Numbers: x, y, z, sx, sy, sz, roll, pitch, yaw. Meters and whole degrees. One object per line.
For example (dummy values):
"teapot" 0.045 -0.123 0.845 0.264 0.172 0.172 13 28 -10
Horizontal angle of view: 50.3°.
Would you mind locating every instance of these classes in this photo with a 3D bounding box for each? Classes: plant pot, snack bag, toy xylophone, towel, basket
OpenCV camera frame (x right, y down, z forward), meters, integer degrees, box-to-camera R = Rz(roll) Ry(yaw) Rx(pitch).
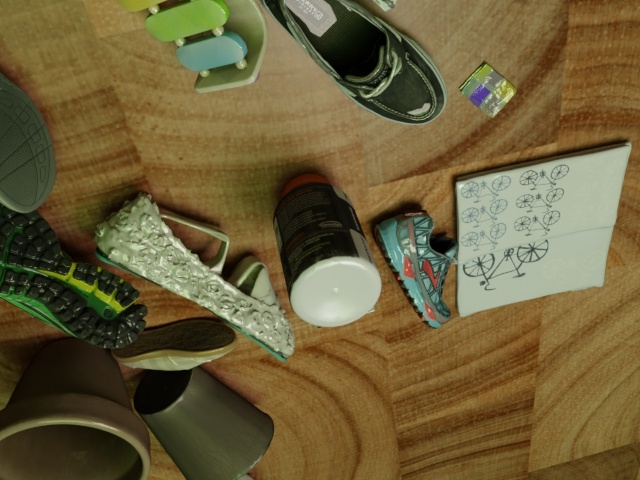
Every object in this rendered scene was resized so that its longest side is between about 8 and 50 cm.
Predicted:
"plant pot" -0.419 0.293 1.133 0.263 0.229 0.263 -8 128 -10
"snack bag" 0.394 -0.003 1.248 0.323 0.037 0.343 -12 129 -6
"toy xylophone" -0.162 -0.317 0.770 0.236 0.081 0.323 -6 137 47
"towel" 0.260 -0.231 1.055 0.083 0.009 0.060 30 115 -32
"basket" -0.229 0.333 1.270 0.204 0.154 0.227 -32 124 3

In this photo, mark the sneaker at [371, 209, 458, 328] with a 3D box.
"sneaker" 0.195 0.053 1.195 0.125 0.104 0.262 -29 128 5

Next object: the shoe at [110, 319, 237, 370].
"shoe" -0.254 0.188 1.201 0.219 0.077 0.058 -5 137 -2

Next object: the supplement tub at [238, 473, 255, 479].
"supplement tub" -0.174 0.614 1.516 0.117 0.117 0.190 -15 128 -3

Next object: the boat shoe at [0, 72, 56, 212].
"boat shoe" -0.452 -0.170 0.860 0.103 0.118 0.320 10 142 33

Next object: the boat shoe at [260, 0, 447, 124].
"boat shoe" 0.053 -0.243 0.920 0.335 0.119 0.121 28 115 -30

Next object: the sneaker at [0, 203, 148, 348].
"sneaker" -0.431 0.054 1.011 0.343 0.134 0.146 43 149 -21

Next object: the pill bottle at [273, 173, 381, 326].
"pill bottle" 0.000 0.000 1.010 0.130 0.246 0.130 -6 129 -8

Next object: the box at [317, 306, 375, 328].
"box" 0.022 0.058 1.195 0.114 0.036 0.207 -18 129 -1

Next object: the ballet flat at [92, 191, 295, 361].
"ballet flat" -0.164 0.061 1.095 0.147 0.147 0.409 -42 126 17

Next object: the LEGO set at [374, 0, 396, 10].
"LEGO set" 0.141 -0.428 0.840 0.287 0.107 0.132 -40 161 11
